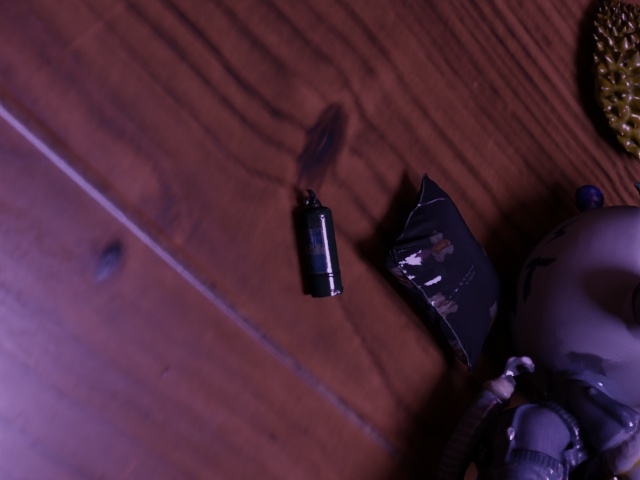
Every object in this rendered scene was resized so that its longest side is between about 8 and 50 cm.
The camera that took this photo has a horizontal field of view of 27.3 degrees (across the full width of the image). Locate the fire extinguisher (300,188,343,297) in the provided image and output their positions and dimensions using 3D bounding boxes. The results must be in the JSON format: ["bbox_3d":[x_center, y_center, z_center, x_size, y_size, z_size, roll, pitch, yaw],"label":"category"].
[{"bbox_3d":[0.000,0.000,1.000,0.038,0.025,0.083,-40,122,-75],"label":"fire extinguisher"}]

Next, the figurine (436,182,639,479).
[{"bbox_3d":[0.225,0.121,1.061,0.186,0.261,0.382,31,58,-6],"label":"figurine"}]

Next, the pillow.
[{"bbox_3d":[0.103,0.028,1.071,0.090,0.048,0.150,-52,125,-19],"label":"pillow"}]

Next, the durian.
[{"bbox_3d":[0.332,-0.133,1.231,0.208,0.102,0.146,31,65,-40],"label":"durian"}]
